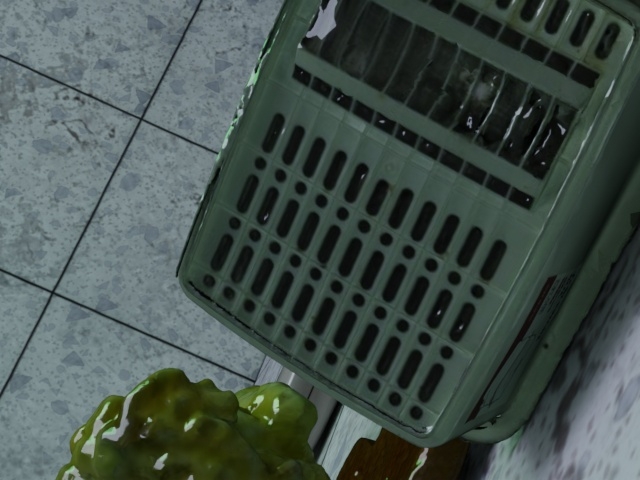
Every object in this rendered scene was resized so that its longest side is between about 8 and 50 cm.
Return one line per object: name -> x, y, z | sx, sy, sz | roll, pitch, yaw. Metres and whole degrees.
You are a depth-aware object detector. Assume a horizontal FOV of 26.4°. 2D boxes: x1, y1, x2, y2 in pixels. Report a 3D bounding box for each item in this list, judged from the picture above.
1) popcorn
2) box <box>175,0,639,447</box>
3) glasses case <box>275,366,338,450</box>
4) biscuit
popcorn -> -0.100, 0.237, 1.174 | 0.237, 0.293, 0.293 | 22, -87, -53
box -> 0.067, -0.049, 0.746 | 0.166, 0.221, 0.290 | -20, -41, -64
glasses case -> -0.004, 0.149, 1.581 | 0.113, 0.075, 0.296 | 152, 143, -87
biscuit -> 0.034, 0.209, 0.915 | 0.301, 0.043, 0.278 | -60, 5, 49
